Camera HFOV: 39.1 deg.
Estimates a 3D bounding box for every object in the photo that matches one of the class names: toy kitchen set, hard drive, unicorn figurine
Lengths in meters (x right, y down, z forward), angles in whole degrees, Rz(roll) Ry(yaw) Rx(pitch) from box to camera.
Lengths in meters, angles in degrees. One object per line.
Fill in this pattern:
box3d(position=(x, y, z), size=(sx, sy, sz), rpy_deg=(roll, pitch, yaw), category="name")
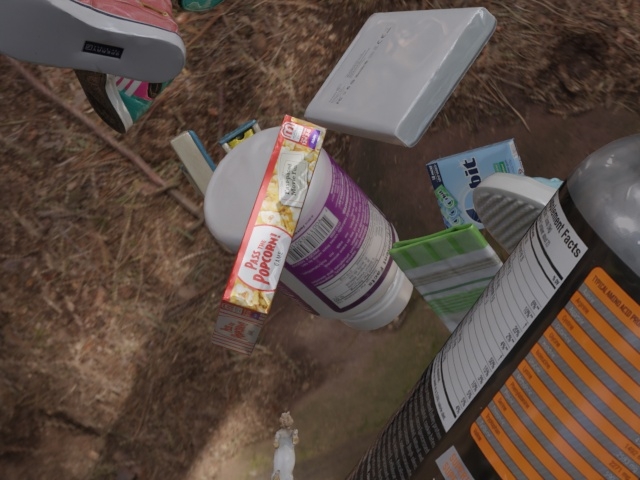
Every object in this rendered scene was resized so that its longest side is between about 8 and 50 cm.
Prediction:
box3d(position=(-0.173, -0.168, 1.596), size=(0.166, 0.207, 0.122), rpy_deg=(-33, 103, -7), category="toy kitchen set")
box3d(position=(0.116, -0.273, 1.471), size=(0.047, 0.353, 0.233), rpy_deg=(36, 86, -26), category="hard drive")
box3d(position=(-0.061, 0.341, 1.356), size=(0.060, 0.111, 0.162), rpy_deg=(23, 80, -4), category="unicorn figurine")

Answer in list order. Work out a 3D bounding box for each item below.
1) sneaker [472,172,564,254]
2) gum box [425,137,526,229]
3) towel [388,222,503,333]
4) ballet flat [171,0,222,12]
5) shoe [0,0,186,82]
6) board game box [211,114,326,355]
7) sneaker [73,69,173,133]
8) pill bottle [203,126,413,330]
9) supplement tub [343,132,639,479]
box3d(position=(0.359, -0.011, 1.041), size=(0.365, 0.150, 0.135), rpy_deg=(26, 146, 29), category="sneaker")
box3d(position=(0.320, -0.104, 1.797), size=(0.184, 0.041, 0.157), rpy_deg=(-12, 102, 35), category="gum box")
box3d(position=(0.159, 0.045, 0.990), size=(0.113, 0.023, 0.152), rpy_deg=(-18, 124, 36), category="towel")
box3d(position=(-0.157, -0.265, 0.887), size=(0.073, 0.232, 0.080), rpy_deg=(32, 118, 9), category="ballet flat")
box3d(position=(-0.194, -0.183, 0.715), size=(0.178, 0.081, 0.063), rpy_deg=(9, 137, -32), category="shoe")
box3d(position=(-0.051, -0.001, 0.869), size=(0.045, 0.147, 0.194), rpy_deg=(18, 66, -4), category="board game box")
box3d(position=(-0.342, -0.336, 1.609), size=(0.123, 0.295, 0.178), rpy_deg=(34, 68, 17), category="sneaker")
box3d(position=(0.000, 0.000, 1.166), size=(0.169, 0.169, 0.301), rpy_deg=(-33, 137, 13), category="pill bottle")
box3d(position=(0.143, 0.091, 0.403), size=(0.193, 0.193, 0.316), rpy_deg=(30, 114, -6), category="supplement tub")
